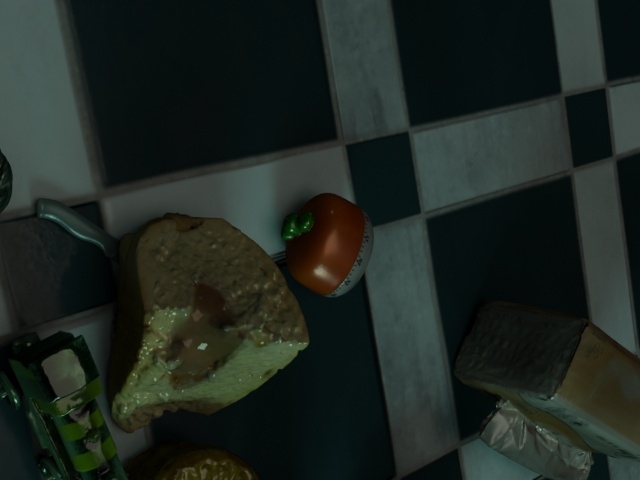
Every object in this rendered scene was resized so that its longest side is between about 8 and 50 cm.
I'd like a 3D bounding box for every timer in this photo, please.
[{"bbox_3d":[0.000,0.000,1.197,0.136,0.099,0.136,9,74,-31],"label":"timer"}]

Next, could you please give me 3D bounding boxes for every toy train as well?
[{"bbox_3d":[-0.266,0.193,0.968,0.083,0.132,0.200,-32,108,-32],"label":"toy train"}]

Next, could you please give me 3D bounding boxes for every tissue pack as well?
[{"bbox_3d":[0.376,0.256,1.420,0.305,0.238,0.239,32,72,-35],"label":"tissue pack"}]

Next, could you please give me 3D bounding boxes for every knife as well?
[{"bbox_3d":[-0.240,0.009,1.058,0.210,0.015,0.028,36,65,-34],"label":"knife"}]

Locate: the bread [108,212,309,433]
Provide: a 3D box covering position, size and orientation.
[{"bbox_3d":[-0.156,0.082,1.074,0.183,0.224,0.211,0,56,-32],"label":"bread"}]

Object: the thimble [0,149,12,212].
[{"bbox_3d":[-0.378,-0.053,0.902,0.135,0.090,0.118,-25,108,-37],"label":"thimble"}]

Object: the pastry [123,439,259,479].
[{"bbox_3d":[-0.158,0.331,1.073,0.188,0.103,0.189,-2,93,-37],"label":"pastry"}]
